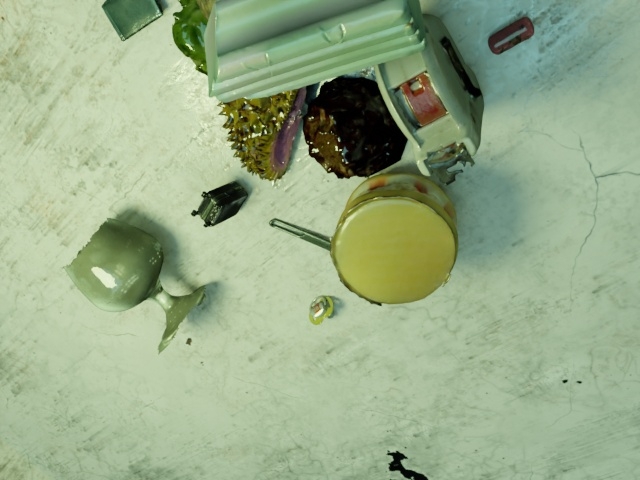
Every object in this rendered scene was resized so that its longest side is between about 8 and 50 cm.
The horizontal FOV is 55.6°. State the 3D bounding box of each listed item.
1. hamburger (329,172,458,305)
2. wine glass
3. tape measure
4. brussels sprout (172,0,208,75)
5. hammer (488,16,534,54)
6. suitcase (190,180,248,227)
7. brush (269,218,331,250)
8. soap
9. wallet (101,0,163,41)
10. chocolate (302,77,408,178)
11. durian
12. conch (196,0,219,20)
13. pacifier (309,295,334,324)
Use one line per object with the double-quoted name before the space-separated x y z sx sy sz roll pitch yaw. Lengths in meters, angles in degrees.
"hamburger" 0.164 0.004 1.314 0.260 0.186 0.303 4 116 12
"wine glass" -0.474 0.104 1.560 0.323 0.238 0.238 40 124 -13
"tape measure" 0.203 -0.270 1.086 0.130 0.258 0.265 -22 112 30
"brussels sprout" -0.224 -0.414 1.239 0.139 0.100 0.181 -28 105 14
"hammer" 0.349 -0.373 1.110 0.083 0.043 0.043 -26 110 27
"suitcase" -0.233 -0.087 1.424 0.059 0.126 0.086 44 125 8
"brush" 0.000 0.000 1.468 0.266 0.027 0.062 23 125 8
"soap" -0.024 -0.314 0.924 0.346 0.208 0.115 -12 89 19
"wallet" -0.396 -0.490 1.283 0.129 0.026 0.088 -19 109 28
"chocolate" 0.045 -0.200 1.233 0.206 0.177 0.224 -24 110 28
"durian" -0.139 -0.246 1.267 0.191 0.112 0.341 19 143 -3
"conch" -0.131 -0.440 1.136 0.159 0.210 0.291 -25 71 51
"pacifier" 0.009 0.181 1.564 0.083 0.068 0.064 -44 135 19
